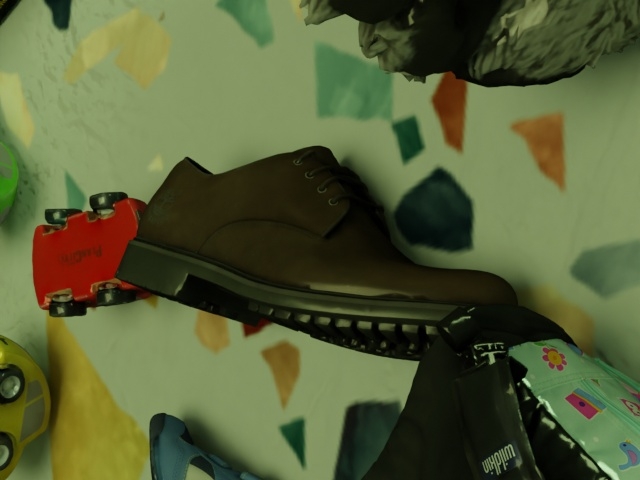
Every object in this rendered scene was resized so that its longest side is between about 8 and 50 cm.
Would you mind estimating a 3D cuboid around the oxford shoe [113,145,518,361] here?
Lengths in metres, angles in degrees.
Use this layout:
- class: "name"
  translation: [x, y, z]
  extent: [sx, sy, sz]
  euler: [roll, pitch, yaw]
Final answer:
- class: "oxford shoe"
  translation: [0.000, 0.000, 0.732]
  extent: [0.227, 0.083, 0.096]
  euler: [15, 81, 34]

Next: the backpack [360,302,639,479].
- class: "backpack"
  translation: [0.107, 0.125, 0.603]
  extent: [0.182, 0.115, 0.152]
  euler: [43, 129, 34]

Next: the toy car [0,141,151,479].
- class: "toy car"
  translation: [-0.187, 0.005, 0.924]
  extent: [0.239, 0.053, 0.225]
  euler: [-50, 57, 29]

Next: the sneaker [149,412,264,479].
- class: "sneaker"
  translation: [-0.053, 0.143, 0.800]
  extent: [0.144, 0.059, 0.053]
  euler: [-122, 22, -46]

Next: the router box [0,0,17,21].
- class: "router box"
  translation: [-0.227, -0.183, 0.911]
  extent: [0.179, 0.133, 0.046]
  euler: [-42, 61, 35]

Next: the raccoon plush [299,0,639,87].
- class: "raccoon plush"
  translation: [0.107, -0.261, 0.622]
  extent: [0.446, 0.216, 0.299]
  euler: [-27, 53, 9]
